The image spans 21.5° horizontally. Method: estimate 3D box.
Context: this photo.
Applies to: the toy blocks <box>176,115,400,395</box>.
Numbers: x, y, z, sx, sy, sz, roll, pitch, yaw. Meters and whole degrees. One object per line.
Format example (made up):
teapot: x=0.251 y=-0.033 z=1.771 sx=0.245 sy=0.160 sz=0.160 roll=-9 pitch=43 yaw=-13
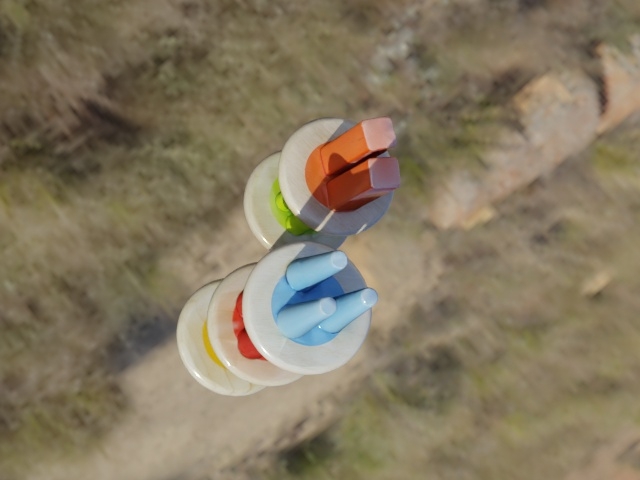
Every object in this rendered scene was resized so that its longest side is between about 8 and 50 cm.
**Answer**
toy blocks: x=0.000 y=0.000 z=0.684 sx=0.123 sy=0.054 sz=0.148 roll=-64 pitch=-167 yaw=-18
